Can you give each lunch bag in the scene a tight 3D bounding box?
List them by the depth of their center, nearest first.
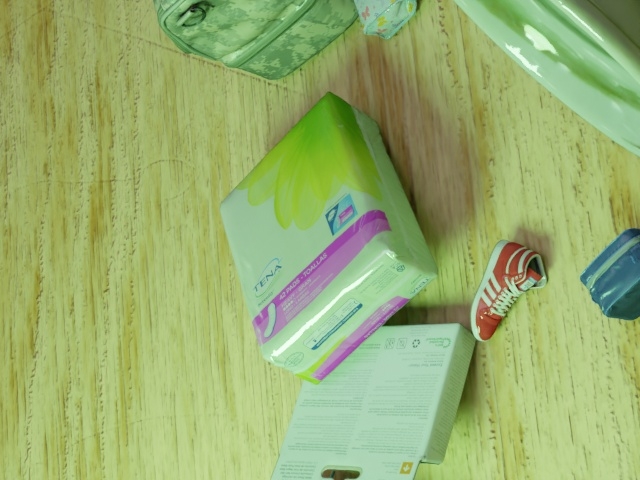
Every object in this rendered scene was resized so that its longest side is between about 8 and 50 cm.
[{"bbox_3d":[0.324,0.035,1.748,0.098,0.067,0.065,-47,53,27],"label":"lunch bag"},{"bbox_3d":[0.086,-0.302,2.052,0.083,0.053,0.071,-44,52,40],"label":"lunch bag"},{"bbox_3d":[-0.122,-0.385,2.121,0.212,0.256,0.305,-32,61,34],"label":"lunch bag"}]

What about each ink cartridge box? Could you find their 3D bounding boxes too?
[{"bbox_3d":[0.059,0.204,1.926,0.223,0.045,0.224,-4,57,43],"label":"ink cartridge box"}]

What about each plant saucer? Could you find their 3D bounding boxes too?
[{"bbox_3d":[0.258,-0.230,1.667,0.100,0.400,0.400,-48,50,-1],"label":"plant saucer"}]

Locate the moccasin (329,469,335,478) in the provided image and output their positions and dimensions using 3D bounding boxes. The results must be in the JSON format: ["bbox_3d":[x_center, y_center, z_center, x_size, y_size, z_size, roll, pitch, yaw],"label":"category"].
[{"bbox_3d":[0.038,0.345,1.915,0.342,0.117,0.138,7,86,44],"label":"moccasin"}]

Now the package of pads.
[{"bbox_3d":[0.000,0.000,1.999,0.229,0.101,0.296,-44,41,24],"label":"package of pads"}]

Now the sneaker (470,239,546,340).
[{"bbox_3d":[0.213,0.062,1.863,0.067,0.042,0.118,17,91,47],"label":"sneaker"}]
